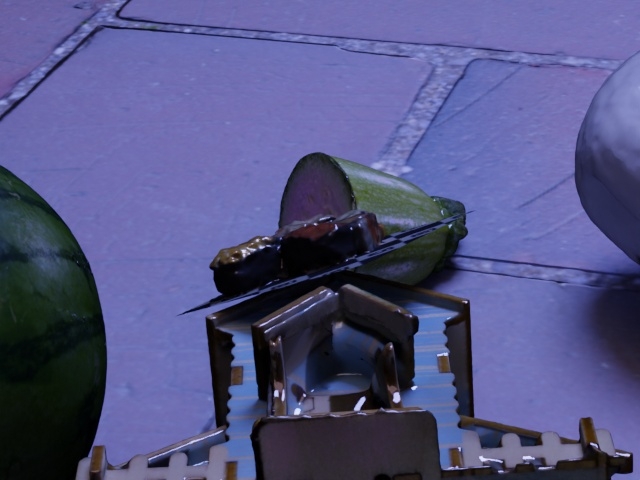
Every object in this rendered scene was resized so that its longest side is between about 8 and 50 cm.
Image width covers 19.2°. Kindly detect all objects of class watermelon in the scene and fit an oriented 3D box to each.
[{"bbox_3d":[-0.228,0.063,0.961,0.242,0.242,0.242,-3,29,2],"label":"watermelon"}]

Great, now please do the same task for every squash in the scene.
[{"bbox_3d":[0.050,-0.003,1.217,0.132,0.105,0.105,1,24,-31],"label":"squash"}]

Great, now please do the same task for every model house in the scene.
[{"bbox_3d":[0.013,0.105,0.933,0.271,0.178,0.206,-6,24,3],"label":"model house"}]

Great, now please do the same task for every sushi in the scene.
[{"bbox_3d":[0.000,0.000,0.987,0.126,0.026,0.120,-16,4,32],"label":"sushi"}]

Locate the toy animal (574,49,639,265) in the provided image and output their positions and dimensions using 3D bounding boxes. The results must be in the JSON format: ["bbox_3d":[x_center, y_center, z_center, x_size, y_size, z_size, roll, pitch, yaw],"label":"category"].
[{"bbox_3d":[0.286,-0.045,1.130,0.265,0.206,0.271,15,36,23],"label":"toy animal"}]
